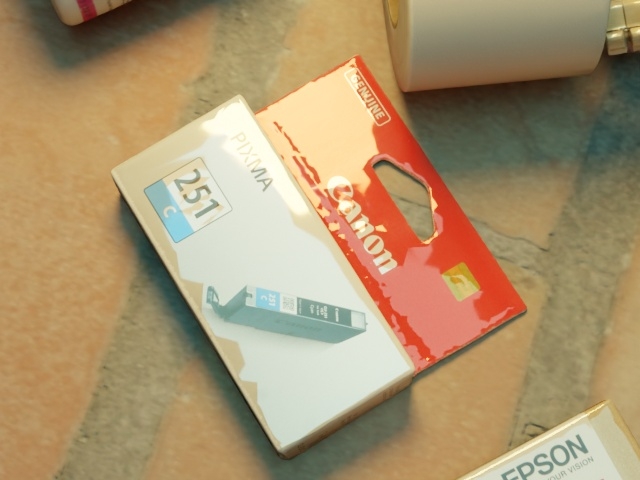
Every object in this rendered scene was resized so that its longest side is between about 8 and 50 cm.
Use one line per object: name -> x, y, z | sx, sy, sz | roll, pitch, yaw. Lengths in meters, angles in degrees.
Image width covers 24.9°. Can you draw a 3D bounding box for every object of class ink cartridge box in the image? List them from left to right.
ink cartridge box -> 0.000, 0.000, 1.282 | 0.261, 0.066, 0.296 | -31, 77, -8
ink cartridge box -> 0.181, 0.270, 1.193 | 0.234, 0.088, 0.193 | -27, 77, -7

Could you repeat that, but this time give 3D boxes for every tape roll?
tape roll -> 0.142, -0.257, 1.265 | 0.169, 0.246, 0.246 | -6, 74, -2

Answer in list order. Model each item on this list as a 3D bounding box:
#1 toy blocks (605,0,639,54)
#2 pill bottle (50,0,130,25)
toy blocks -> 0.415, -0.116, 1.258 | 0.308, 0.260, 0.289 | -10, 42, 14
pill bottle -> -0.138, -0.323, 1.326 | 0.283, 0.160, 0.160 | -25, 76, -7
